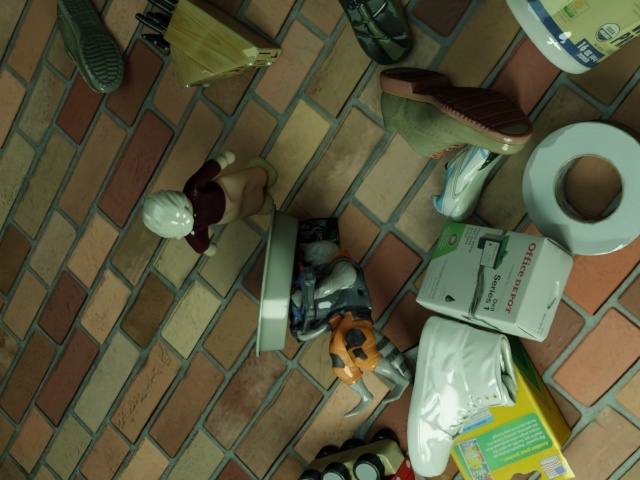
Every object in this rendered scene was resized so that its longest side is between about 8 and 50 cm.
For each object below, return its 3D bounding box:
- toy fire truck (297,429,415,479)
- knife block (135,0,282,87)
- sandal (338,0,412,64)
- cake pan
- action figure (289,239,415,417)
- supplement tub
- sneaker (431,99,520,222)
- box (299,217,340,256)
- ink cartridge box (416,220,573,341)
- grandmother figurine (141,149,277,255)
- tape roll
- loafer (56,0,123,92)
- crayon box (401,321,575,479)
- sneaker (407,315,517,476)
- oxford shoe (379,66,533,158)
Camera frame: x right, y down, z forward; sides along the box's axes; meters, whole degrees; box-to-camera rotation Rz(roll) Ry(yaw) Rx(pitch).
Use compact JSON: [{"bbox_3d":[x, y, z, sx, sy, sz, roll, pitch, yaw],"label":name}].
[{"bbox_3d":[0.091,0.533,1.831,0.217,0.158,0.246,-24,99,31],"label":"toy fire truck"},{"bbox_3d":[-0.234,-0.436,1.847,0.276,0.088,0.242,-12,94,32],"label":"knife block"},{"bbox_3d":[0.081,-0.463,1.672,0.120,0.086,0.302,-12,108,25],"label":"sandal"},{"bbox_3d":[-0.081,0.078,1.770,0.054,0.293,0.293,6,105,-1],"label":"cake pan"},{"bbox_3d":[0.043,0.153,1.729,0.178,0.341,0.330,-19,80,-12],"label":"action figure"},{"bbox_3d":[0.448,-0.421,1.379,0.316,0.228,0.228,-34,82,31],"label":"supplement tub"},{"bbox_3d":[0.268,-0.145,1.624,0.086,0.085,0.237,38,113,26],"label":"sneaker"},{"bbox_3d":[0.000,0.000,1.821,0.062,0.052,0.083,0,101,30],"label":"box"},{"bbox_3d":[0.293,0.065,1.574,0.219,0.092,0.160,11,76,48],"label":"ink cartridge box"},{"bbox_3d":[-0.209,-0.068,1.757,0.104,0.342,0.207,7,103,28],"label":"grandmother figurine"},{"bbox_3d":[0.449,-0.089,1.535,0.219,0.072,0.219,7,104,29],"label":"tape roll"},{"bbox_3d":[-0.502,-0.420,2.015,0.087,0.094,0.251,-44,66,54],"label":"loafer"},{"bbox_3d":[0.307,0.302,1.688,0.203,0.083,0.323,-32,83,31],"label":"crayon box"},{"bbox_3d":[0.250,0.289,1.607,0.169,0.108,0.292,11,103,31],"label":"sneaker"},{"bbox_3d":[0.226,-0.196,1.581,0.348,0.123,0.130,38,133,51],"label":"oxford shoe"}]
